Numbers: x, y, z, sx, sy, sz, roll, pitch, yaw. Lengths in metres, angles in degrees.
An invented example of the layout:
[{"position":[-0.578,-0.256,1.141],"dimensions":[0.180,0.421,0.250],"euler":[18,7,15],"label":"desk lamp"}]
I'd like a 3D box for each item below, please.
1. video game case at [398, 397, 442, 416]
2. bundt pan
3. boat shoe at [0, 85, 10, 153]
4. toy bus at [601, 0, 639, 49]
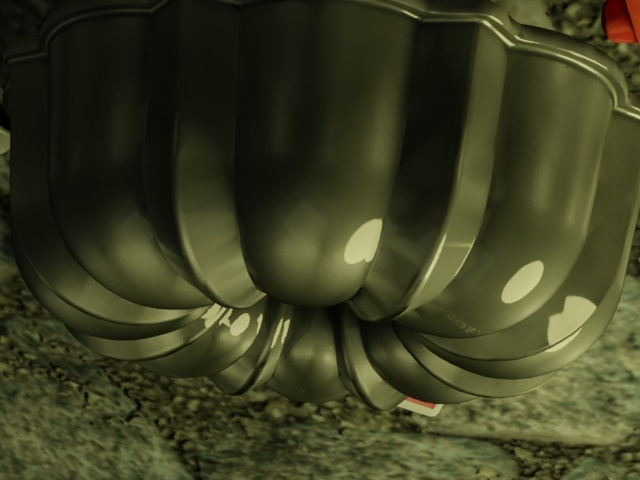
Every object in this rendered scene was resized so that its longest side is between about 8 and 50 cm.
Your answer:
[{"position":[-0.030,0.003,0.977],"dimensions":[0.285,0.025,0.204],"euler":[18,135,-4],"label":"video game case"},{"position":[0.000,0.000,0.767],"dimensions":[0.330,0.124,0.331],"euler":[5,161,2],"label":"bundt pan"},{"position":[-0.244,-0.124,0.877],"dimensions":[0.075,0.083,0.226],"euler":[-20,139,15],"label":"boat shoe"},{"position":[0.241,-0.103,0.734],"dimensions":[0.211,0.149,0.220],"euler":[-1,138,33],"label":"toy bus"}]
